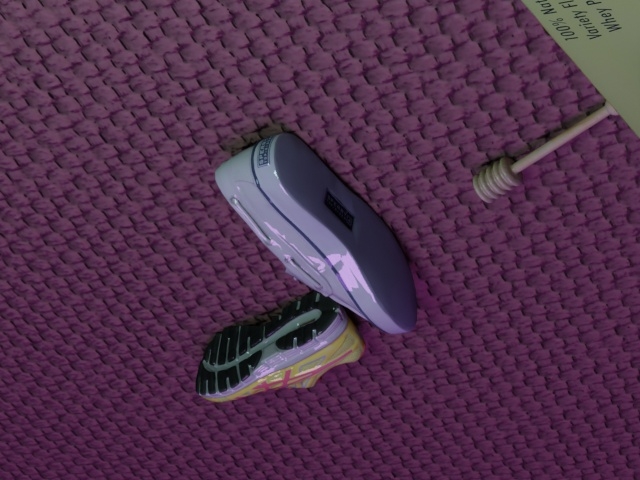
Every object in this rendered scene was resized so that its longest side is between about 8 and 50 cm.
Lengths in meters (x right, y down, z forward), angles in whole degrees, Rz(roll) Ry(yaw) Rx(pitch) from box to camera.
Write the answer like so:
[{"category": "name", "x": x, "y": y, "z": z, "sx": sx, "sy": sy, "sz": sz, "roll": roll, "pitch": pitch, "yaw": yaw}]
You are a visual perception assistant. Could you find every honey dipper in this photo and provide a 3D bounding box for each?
[{"category": "honey dipper", "x": 0.203, "y": -0.081, "z": 1.250, "sx": 0.030, "sy": 0.030, "sz": 0.160, "roll": 33, "pitch": 132, "yaw": -31}]

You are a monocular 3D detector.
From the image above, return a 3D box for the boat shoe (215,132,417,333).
[{"category": "boat shoe", "x": 0.000, "y": 0.000, "z": 1.340, "sx": 0.084, "sy": 0.095, "sz": 0.258, "roll": -17, "pitch": 127, "yaw": 32}]

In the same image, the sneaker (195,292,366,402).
[{"category": "sneaker", "x": -0.042, "y": 0.132, "z": 1.510, "sx": 0.208, "sy": 0.081, "sz": 0.094, "roll": -23, "pitch": 136, "yaw": 31}]

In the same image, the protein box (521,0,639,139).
[{"category": "protein box", "x": 0.272, "y": -0.194, "z": 0.978, "sx": 0.201, "sy": 0.136, "sz": 0.200, "roll": -12, "pitch": 141, "yaw": 40}]
